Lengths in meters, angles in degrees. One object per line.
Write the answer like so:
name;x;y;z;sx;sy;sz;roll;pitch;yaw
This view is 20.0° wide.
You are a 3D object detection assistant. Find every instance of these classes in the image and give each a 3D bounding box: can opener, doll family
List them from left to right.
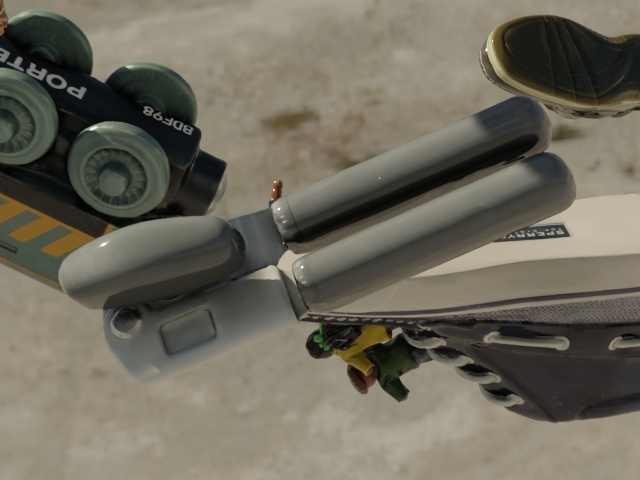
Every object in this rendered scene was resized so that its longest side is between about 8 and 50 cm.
can opener;0.000;0.000;0.990;0.280;0.074;0.093;-21;-20;5
doll family;0.018;0.037;1.419;0.111;0.193;0.076;-31;-19;16

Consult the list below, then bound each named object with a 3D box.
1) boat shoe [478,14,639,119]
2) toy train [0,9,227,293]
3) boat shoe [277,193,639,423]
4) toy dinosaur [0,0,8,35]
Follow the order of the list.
boat shoe;0.210;-0.132;1.486;0.224;0.080;0.073;-1;-21;-37
toy train;-0.240;-0.072;1.364;0.334;0.190;0.142;25;35;-7
boat shoe;0.110;0.062;1.326;0.341;0.158;0.127;-1;29;-2
toy dinosaur;-0.339;-0.216;1.120;0.218;0.164;0.322;-42;63;-13
